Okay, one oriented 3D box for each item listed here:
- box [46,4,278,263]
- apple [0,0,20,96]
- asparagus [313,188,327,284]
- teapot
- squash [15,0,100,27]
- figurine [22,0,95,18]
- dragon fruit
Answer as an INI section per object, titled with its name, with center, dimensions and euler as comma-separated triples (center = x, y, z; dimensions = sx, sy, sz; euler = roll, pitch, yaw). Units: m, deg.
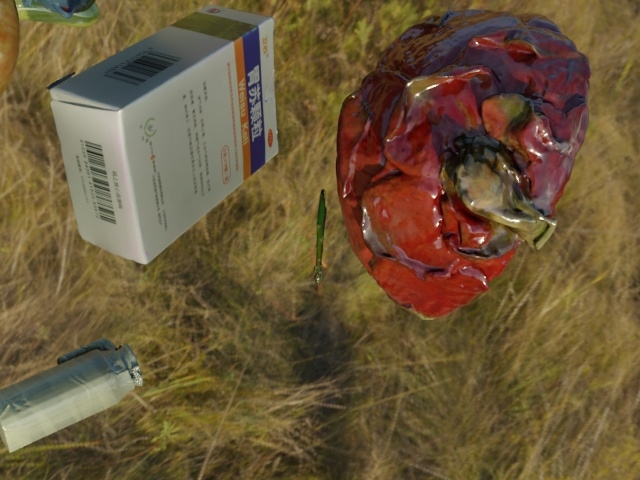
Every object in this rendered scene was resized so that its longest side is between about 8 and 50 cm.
[box]
center = -0.172, -0.140, 0.993
dimensions = 0.106, 0.200, 0.299
euler = 19, 40, 24
[apple]
center = -0.495, -0.254, 0.940
dimensions = 0.264, 0.264, 0.264
euler = 17, 53, -24
[asparagus]
center = 0.000, 0.000, 1.037
dimensions = 0.016, 0.166, 0.013
euler = -25, 50, -28
[teapot]
center = -0.357, 0.204, 1.139
dimensions = 0.200, 0.077, 0.107
euler = -22, 43, -28
[squash]
center = -0.659, -0.558, 1.959
dimensions = 0.250, 0.083, 0.083
euler = -3, 62, -20
[figurine]
center = -0.401, -0.422, 1.196
dimensions = 0.178, 0.144, 0.114
euler = 33, 28, -3
[dragon fruit]
center = 0.112, -0.092, 0.712
dimensions = 0.152, 0.205, 0.317
euler = 17, 84, -23
